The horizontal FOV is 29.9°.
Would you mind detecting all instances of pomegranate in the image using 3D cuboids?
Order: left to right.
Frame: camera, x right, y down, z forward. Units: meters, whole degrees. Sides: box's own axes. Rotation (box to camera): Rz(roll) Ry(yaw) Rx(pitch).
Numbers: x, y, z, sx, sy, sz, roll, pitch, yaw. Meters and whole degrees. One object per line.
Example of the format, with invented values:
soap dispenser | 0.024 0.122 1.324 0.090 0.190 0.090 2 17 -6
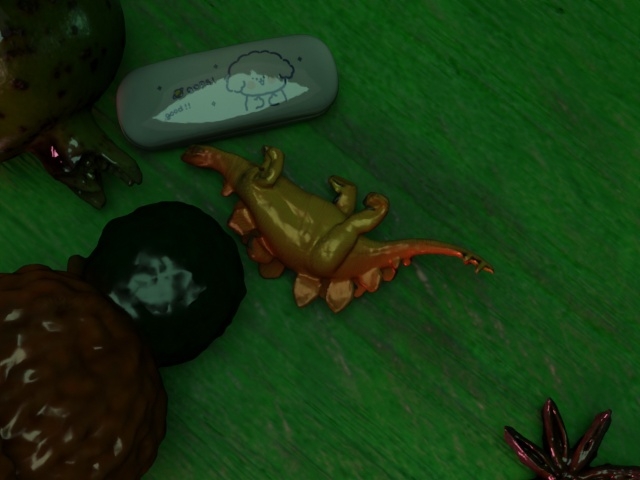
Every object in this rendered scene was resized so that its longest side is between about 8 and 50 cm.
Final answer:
pomegranate | -0.247 -0.138 0.980 0.211 0.211 0.263 -36 96 -6

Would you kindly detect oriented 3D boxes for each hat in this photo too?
hat | -0.223 0.144 0.942 0.400 0.285 0.285 -23 82 -29

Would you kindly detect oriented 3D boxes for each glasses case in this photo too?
glasses case | -0.082 -0.130 1.054 0.197 0.049 0.076 -11 82 -2

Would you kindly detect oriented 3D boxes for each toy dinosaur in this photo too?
toy dinosaur | 0.000 0.000 1.029 0.288 0.070 0.117 27 92 7

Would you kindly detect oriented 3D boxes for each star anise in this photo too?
star anise | 0.206 0.200 1.013 0.141 0.042 0.141 0 83 2
